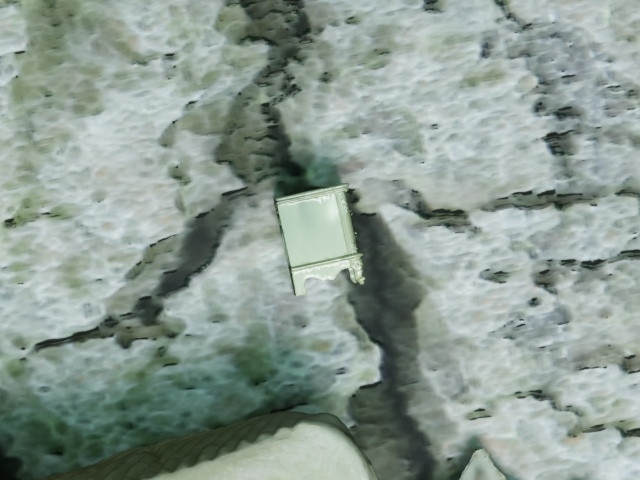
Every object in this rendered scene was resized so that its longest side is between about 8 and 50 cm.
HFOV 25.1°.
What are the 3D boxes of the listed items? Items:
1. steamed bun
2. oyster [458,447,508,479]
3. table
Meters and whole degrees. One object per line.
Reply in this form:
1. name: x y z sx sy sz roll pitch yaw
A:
1. steamed bun: -0.136 0.275 1.084 0.383 0.247 0.236 -13 83 -8
2. oyster: 0.173 0.330 1.181 0.275 0.100 0.271 42 83 11
3. table: 0.000 0.000 1.194 0.062 0.079 0.083 -12 90 -2
